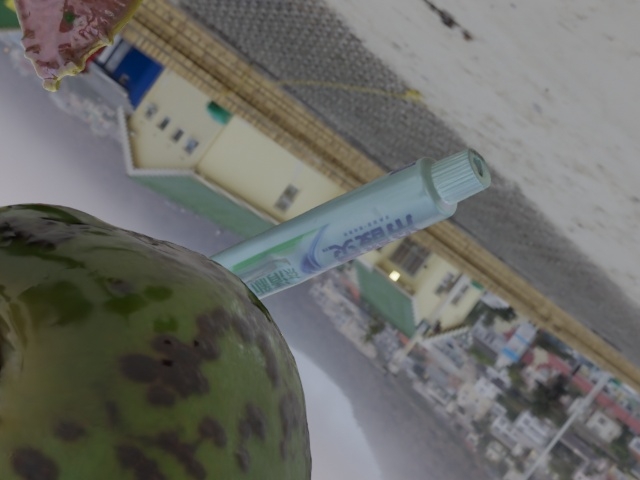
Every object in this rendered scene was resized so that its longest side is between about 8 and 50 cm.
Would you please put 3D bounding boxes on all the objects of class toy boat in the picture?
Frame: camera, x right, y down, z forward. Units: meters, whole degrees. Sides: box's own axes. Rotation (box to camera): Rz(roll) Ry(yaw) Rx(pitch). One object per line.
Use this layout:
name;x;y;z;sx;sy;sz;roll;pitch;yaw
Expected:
toy boat;-0.203;-0.290;0.862;0.141;0.318;0.099;10;161;-3

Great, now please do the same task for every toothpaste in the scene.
toothpaste;0.000;0.000;0.774;0.075;0.296;0.048;35;-137;-40

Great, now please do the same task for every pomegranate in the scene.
pomegranate;-0.127;0.096;0.399;0.254;0.254;0.270;38;154;23
